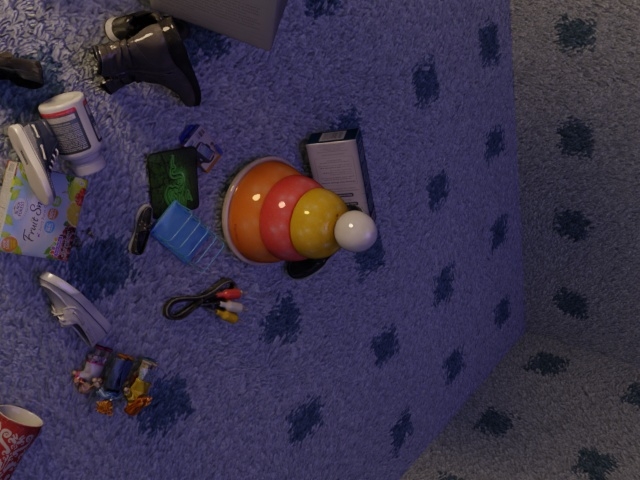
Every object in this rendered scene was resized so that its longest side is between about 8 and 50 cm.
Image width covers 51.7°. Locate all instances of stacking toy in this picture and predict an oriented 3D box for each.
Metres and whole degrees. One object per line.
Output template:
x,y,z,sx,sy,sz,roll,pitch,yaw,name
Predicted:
-0.027,-0.048,1.958,0.350,0.479,0.351,-19,117,-44,stacking toy

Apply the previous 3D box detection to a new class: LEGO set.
-0.609,-0.002,1.669,0.083,0.023,0.054,-50,134,-25,LEGO set

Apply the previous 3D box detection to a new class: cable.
-0.336,0.183,2.000,0.287,0.072,0.140,7,91,-49,cable

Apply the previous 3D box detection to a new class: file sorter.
-0.371,-0.009,1.862,0.118,0.104,0.170,-53,136,-13,file sorter

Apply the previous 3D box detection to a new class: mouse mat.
-0.407,-0.161,1.838,0.152,0.007,0.190,-19,122,-38,mouse mat

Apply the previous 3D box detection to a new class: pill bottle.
-0.579,-0.249,1.560,0.108,0.108,0.180,-37,128,-35,pill bottle

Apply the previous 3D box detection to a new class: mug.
-0.754,0.507,1.608,0.150,0.113,0.169,33,81,-46,mug

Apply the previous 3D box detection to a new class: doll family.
-0.540,0.396,1.802,0.263,0.118,0.163,30,79,-49,doll family

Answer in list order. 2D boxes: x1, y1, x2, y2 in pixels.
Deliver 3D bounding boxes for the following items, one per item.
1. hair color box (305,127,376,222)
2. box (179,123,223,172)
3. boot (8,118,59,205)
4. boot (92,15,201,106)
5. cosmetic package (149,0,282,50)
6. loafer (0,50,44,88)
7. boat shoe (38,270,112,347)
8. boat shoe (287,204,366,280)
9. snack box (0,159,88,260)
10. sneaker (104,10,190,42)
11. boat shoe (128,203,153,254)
0.074,-0.197,2.245,0.105,0.173,0.347,-68,151,-56,hair color box
-0.342,-0.266,1.882,0.081,0.028,0.136,-56,138,-18,box
-0.615,-0.178,1.476,0.086,0.069,0.190,-29,104,-43,boot
-0.434,-0.419,1.656,0.222,0.118,0.338,-23,160,-6,boot
-0.200,-0.710,1.512,0.394,0.327,0.330,128,-19,-76,cosmetic package
-0.689,-0.383,1.440,0.170,0.062,0.061,11,72,-53,loafer
-0.625,0.179,1.657,0.084,0.095,0.258,-56,135,-26,boat shoe
0.003,0.003,2.194,0.340,0.127,0.113,-37,157,14,boat shoe
-0.663,-0.067,1.553,0.174,0.070,0.207,15,89,-48,snack box
-0.411,-0.529,1.652,0.234,0.106,0.078,-15,102,-44,sneaker
-0.480,-0.027,1.793,0.049,0.040,0.142,16,91,-49,boat shoe
